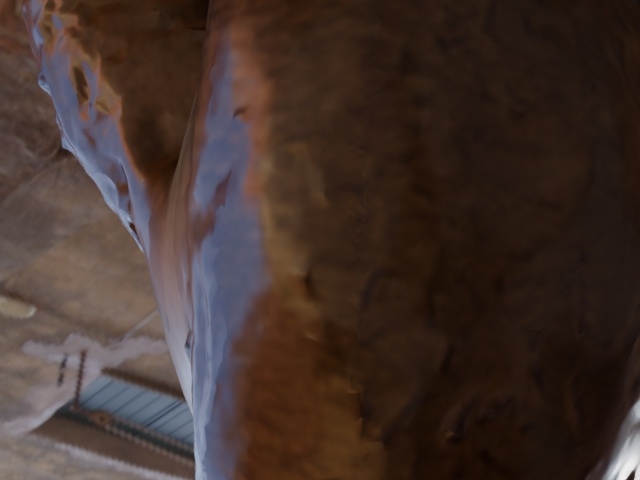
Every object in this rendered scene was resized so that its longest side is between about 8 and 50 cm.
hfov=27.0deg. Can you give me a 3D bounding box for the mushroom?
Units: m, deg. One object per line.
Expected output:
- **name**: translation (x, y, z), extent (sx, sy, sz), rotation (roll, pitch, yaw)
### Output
- **mushroom**: translation (0.025, 0.000, 0.483), extent (0.345, 0.239, 0.345), rotation (-15, -90, -70)
